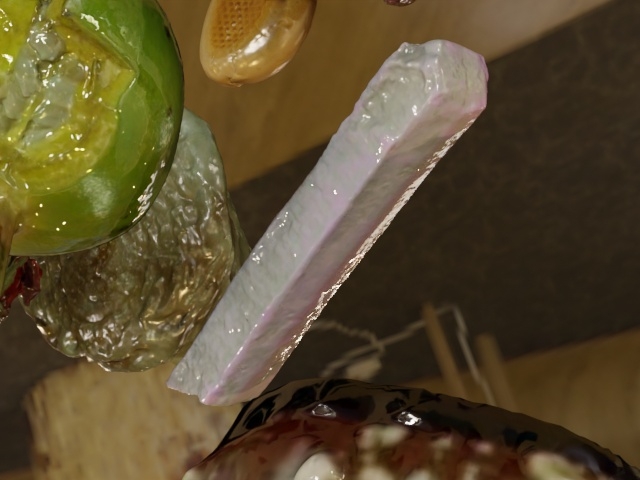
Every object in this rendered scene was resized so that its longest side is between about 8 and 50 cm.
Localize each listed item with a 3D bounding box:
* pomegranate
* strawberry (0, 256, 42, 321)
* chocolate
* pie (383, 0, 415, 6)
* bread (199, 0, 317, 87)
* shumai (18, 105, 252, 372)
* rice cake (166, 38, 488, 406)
[{"bbox_3d":[-0.209,-0.062,1.038,0.236,0.302,0.236,8,148,5],"label":"pomegranate"},{"bbox_3d":[-0.393,0.015,1.432,0.274,0.220,0.274,-46,162,-19],"label":"strawberry"},{"bbox_3d":[0.053,0.235,0.924,0.340,0.210,0.225,13,139,19],"label":"chocolate"},{"bbox_3d":[0.112,-0.301,1.515,0.182,0.049,0.182,-50,173,-9],"label":"pie"},{"bbox_3d":[-0.055,-0.228,1.575,0.114,0.189,0.077,-3,147,41],"label":"bread"},{"bbox_3d":[-0.144,0.005,1.686,0.304,0.309,0.263,-42,146,23],"label":"shumai"},{"bbox_3d":[0.000,0.000,1.146,0.072,0.056,0.365,1,135,-46],"label":"rice cake"}]
